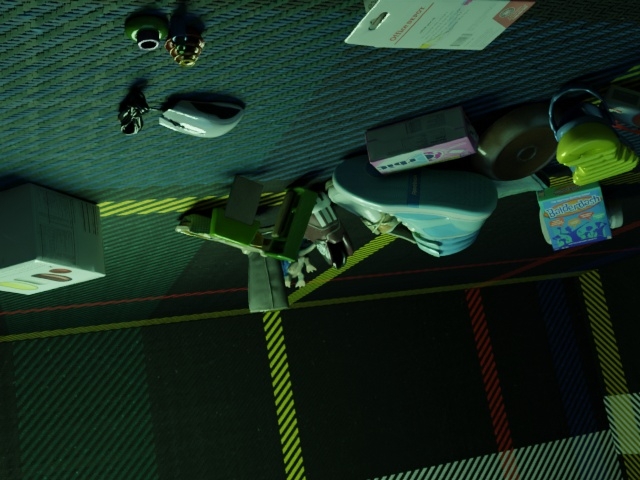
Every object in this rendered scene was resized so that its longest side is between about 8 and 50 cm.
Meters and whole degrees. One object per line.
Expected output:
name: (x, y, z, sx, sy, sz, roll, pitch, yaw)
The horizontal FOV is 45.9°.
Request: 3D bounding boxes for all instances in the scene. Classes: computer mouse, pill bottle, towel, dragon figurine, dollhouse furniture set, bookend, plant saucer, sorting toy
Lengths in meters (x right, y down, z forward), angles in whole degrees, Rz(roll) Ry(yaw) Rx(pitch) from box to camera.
computer mouse: (-0.200, -0.179, 1.122, 0.193, 0.042, 0.106, -2, 164, -31)
pill bottle: (0.750, -0.063, 2.173, 0.209, 0.117, 0.117, -11, 167, 3)
towel: (0.344, -0.115, 1.823, 0.370, 0.040, 0.271, -16, 165, 28)
dragon figurine: (-0.072, 0.034, 2.059, 0.085, 0.144, 0.289, -3, 147, -20)
dollhouse furniture set: (-0.170, -0.060, 1.628, 0.198, 0.151, 0.301, 19, 174, -23)
bookend: (0.261, -0.146, 1.547, 0.156, 0.072, 0.157, -5, 166, -16)
plant saucer: (0.383, -0.174, 1.420, 0.199, 0.036, 0.198, -14, 144, -10)
sorting toy: (-0.180, -0.233, 0.897, 0.102, 0.042, 0.061, 2, 163, -42)

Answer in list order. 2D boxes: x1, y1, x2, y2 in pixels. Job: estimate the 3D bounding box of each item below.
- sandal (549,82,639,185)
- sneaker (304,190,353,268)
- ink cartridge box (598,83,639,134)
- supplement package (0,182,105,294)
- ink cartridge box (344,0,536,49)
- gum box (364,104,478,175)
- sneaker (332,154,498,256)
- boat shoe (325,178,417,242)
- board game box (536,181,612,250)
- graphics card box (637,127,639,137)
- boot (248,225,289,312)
sandal: (0.486, -0.189, 1.355, 0.126, 0.138, 0.317, -20, 162, 21)
sneaker: (0.000, 0.000, 1.734, 0.106, 0.162, 0.281, -29, 173, -10)
ink cartridge box: (0.579, -0.217, 1.389, 0.146, 0.045, 0.179, 20, 170, 13)
supplement package: (-0.551, 0.004, 1.427, 0.194, 0.149, 0.203, -14, 166, 18)
ink cartridge box: (0.131, -0.278, 0.875, 0.198, 0.067, 0.115, -5, 167, -25)
gum box: (0.187, -0.178, 1.366, 0.189, 0.062, 0.107, -13, 167, 17)
sneaker: (0.178, -0.055, 1.515, 0.319, 0.127, 0.208, 13, 149, 8)
boat shoe: (0.144, -0.069, 1.662, 0.302, 0.103, 0.113, 12, 155, -35)
board game box: (0.684, -0.069, 2.030, 0.160, 0.047, 0.210, -14, 134, 21)
graphics card box: (0.769, -0.255, 1.399, 0.233, 0.094, 0.371, -10, 167, 2)
boot: (-0.105, 0.069, 1.908, 0.190, 0.208, 0.076, -13, 168, 15)
